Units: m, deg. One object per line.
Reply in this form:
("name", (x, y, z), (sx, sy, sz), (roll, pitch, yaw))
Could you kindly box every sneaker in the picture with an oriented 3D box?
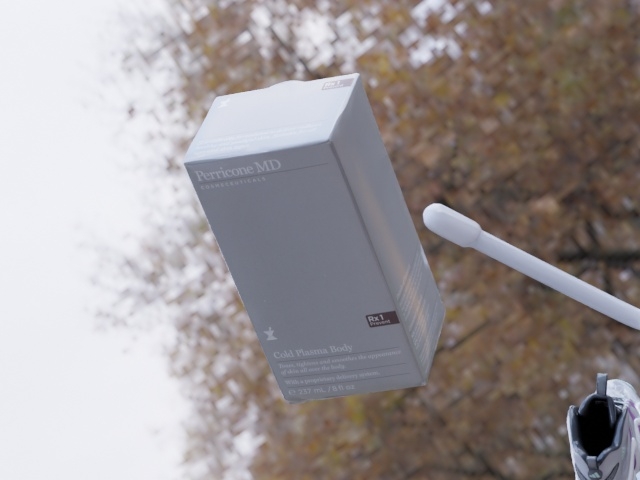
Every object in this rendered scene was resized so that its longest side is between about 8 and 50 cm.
("sneaker", (0.149, 0.090, 0.952), (0.038, 0.098, 0.069), (-5, -53, 14))

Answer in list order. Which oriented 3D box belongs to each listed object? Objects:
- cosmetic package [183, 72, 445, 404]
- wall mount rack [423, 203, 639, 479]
("cosmetic package", (0.000, 0.000, 1.412), (0.127, 0.107, 0.238), (-10, -55, 23))
("wall mount rack", (0.184, 0.129, 1.121), (0.130, 0.304, 0.350), (54, -127, -63))
